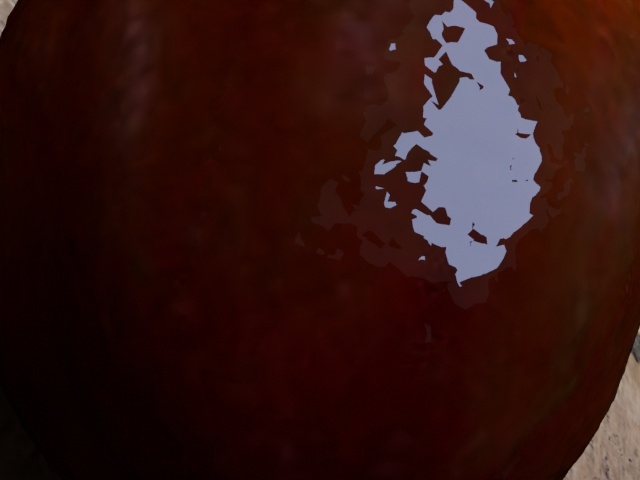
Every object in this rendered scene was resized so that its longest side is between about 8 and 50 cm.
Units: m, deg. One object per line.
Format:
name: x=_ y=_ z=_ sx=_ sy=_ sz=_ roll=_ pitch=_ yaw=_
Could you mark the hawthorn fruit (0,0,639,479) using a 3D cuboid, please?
hawthorn fruit: x=0.002 y=-0.017 z=0.661 sx=0.295 sy=0.295 sz=0.311 roll=50 pitch=19 yaw=-24
